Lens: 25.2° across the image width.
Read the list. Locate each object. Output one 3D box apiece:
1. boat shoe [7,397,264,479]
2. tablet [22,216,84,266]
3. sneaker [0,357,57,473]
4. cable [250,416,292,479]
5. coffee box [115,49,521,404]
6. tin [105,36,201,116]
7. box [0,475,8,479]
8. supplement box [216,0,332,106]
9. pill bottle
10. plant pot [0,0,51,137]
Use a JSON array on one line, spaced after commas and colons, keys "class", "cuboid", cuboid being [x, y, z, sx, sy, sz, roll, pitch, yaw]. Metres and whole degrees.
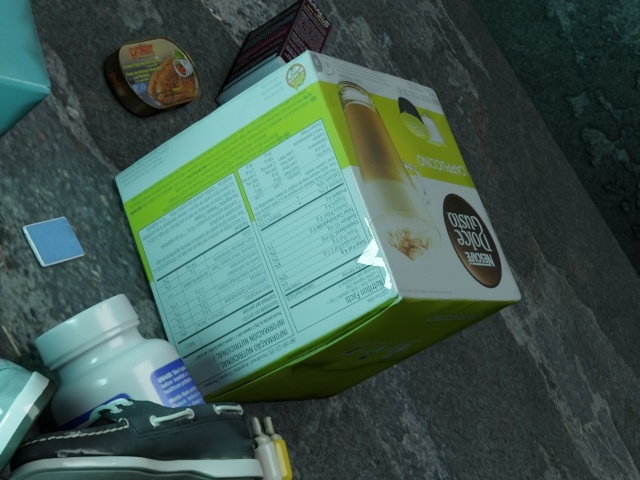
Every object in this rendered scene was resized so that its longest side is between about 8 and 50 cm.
[{"class": "boat shoe", "cuboid": [-0.181, 0.199, 1.387, 0.303, 0.114, 0.091, 14, 56, -53]}, {"class": "tablet", "cuboid": [-0.317, 0.001, 1.702, 0.054, 0.006, 0.083, 62, 27, 4]}, {"class": "sneaker", "cuboid": [-0.349, 0.119, 1.313, 0.178, 0.295, 0.123, 36, 76, -15]}, {"class": "cable", "cuboid": [-0.049, 0.359, 1.734, 0.139, 0.072, 0.287, -19, 80, -56]}, {"class": "coffee box", "cuboid": [0.000, 0.000, 1.869, 0.338, 0.338, 0.334, 5, 59, -57]}, {"class": "tin", "cuboid": [-0.236, -0.233, 2.027, 0.106, 0.040, 0.190, 64, 28, -1]}, {"class": "box", "cuboid": [-0.265, 0.285, 1.293, 0.307, 0.076, 0.242, 36, -8, -37]}, {"class": "supplement box", "cuboid": [-0.070, -0.282, 2.246, 0.073, 0.130, 0.239, 49, 31, -21]}, {"class": "pill bottle", "cuboid": [-0.198, 0.202, 1.554, 0.272, 0.152, 0.152, 61, 28, 2]}, {"class": "plant pot", "cuboid": [-0.446, -0.205, 1.531, 0.234, 0.165, 0.165, 7, 57, -47]}]
